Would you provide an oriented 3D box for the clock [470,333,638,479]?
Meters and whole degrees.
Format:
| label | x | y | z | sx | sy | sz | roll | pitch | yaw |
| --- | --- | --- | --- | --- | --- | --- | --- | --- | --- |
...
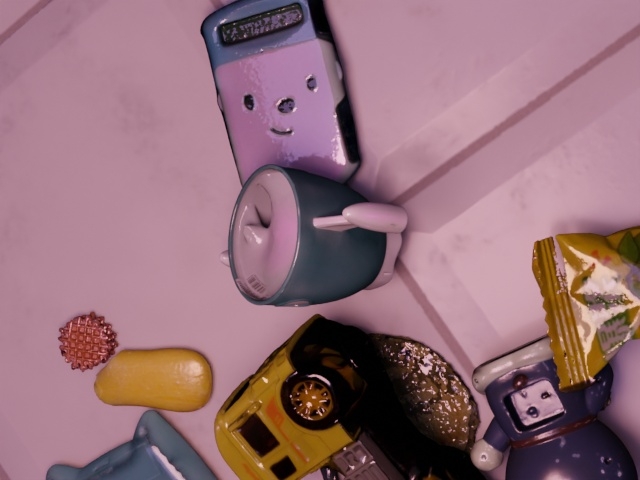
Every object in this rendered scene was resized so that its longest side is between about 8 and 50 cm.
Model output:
| label | x | y | z | sx | sy | sz | roll | pitch | yaw |
| --- | --- | --- | --- | --- | --- | --- | --- | --- | --- |
| clock | 0.277 | 0.242 | 1.475 | 0.199 | 0.146 | 0.243 | -24 | 83 | 14 |

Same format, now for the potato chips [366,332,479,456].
| label | x | y | z | sx | sy | sz | roll | pitch | yaw |
| --- | --- | --- | --- | --- | --- | --- | --- | --- | --- |
| potato chips | 0.096 | 0.219 | 1.586 | 0.202 | 0.029 | 0.220 | -26 | 92 | 18 |

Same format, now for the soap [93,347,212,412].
| label | x | y | z | sx | sy | sz | roll | pitch | yaw |
| --- | --- | --- | --- | --- | --- | --- | --- | --- | --- |
| soap | -0.226 | 0.187 | 1.671 | 0.168 | 0.033 | 0.089 | 4 | 97 | 16 |

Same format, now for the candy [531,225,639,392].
| label | x | y | z | sx | sy | sz | roll | pitch | yaw |
| --- | --- | --- | --- | --- | --- | --- | --- | --- | --- |
| candy | 0.395 | 0.050 | 1.423 | 0.297 | 0.081 | 0.187 | -14 | 87 | -6 |

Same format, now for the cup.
| label | x | y | z | sx | sy | sz | roll | pitch | yaw |
| --- | --- | --- | --- | --- | --- | --- | --- | --- | --- |
| cup | 0.000 | 0.000 | 1.495 | 0.299 | 0.173 | 0.168 | -18 | 71 | 53 |

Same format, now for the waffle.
| label | x | y | z | sx | sy | sz | roll | pitch | yaw |
| --- | --- | --- | --- | --- | --- | --- | --- | --- | --- |
| waffle | -0.321 | 0.139 | 1.695 | 0.083 | 0.029 | 0.075 | -32 | 90 | 15 |

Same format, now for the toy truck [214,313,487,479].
| label | x | y | z | sx | sy | sz | roll | pitch | yaw |
| --- | --- | --- | --- | --- | --- | --- | --- | --- | --- |
| toy truck | 0.048 | 0.305 | 1.508 | 0.254 | 0.180 | 0.405 | -38 | 93 | 20 |

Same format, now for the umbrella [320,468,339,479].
| label | x | y | z | sx | sy | sz | roll | pitch | yaw |
| --- | --- | --- | --- | --- | --- | --- | --- | --- | --- |
| umbrella | 0.016 | 0.315 | 1.621 | 0.044 | 0.044 | 0.269 | -19 | 82 | 43 |

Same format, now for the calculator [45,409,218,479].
| label | x | y | z | sx | sy | sz | roll | pitch | yaw |
| --- | --- | --- | --- | --- | --- | --- | --- | --- | --- |
| calculator | -0.210 | 0.442 | 1.687 | 0.256 | 0.054 | 0.386 | -31 | 94 | 18 |

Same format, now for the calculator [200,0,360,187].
| label | x | y | z | sx | sy | sz | roll | pitch | yaw |
| --- | --- | --- | --- | --- | --- | --- | --- | --- | --- |
| calculator | -0.049 | -0.188 | 1.560 | 0.172 | 0.051 | 0.293 | -13 | 93 | 19 |
